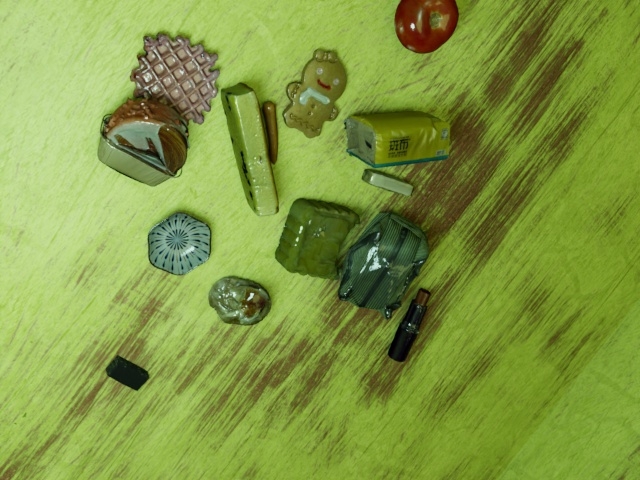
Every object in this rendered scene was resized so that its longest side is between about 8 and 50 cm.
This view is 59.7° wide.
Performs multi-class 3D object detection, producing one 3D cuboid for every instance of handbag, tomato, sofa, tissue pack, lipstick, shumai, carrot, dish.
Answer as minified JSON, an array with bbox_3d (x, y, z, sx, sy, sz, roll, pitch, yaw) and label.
[{"bbox_3d":[0.204,0.090,1.806,0.247,0.240,0.341,28,104,-2],"label":"handbag"},{"bbox_3d":[0.302,-0.642,1.618,0.195,0.136,0.195,-10,117,-21],"label":"tomato"},{"bbox_3d":[-0.579,0.400,1.677,0.060,0.039,0.118,-49,124,-2],"label":"sofa"},{"bbox_3d":[0.232,-0.315,1.696,0.270,0.192,0.134,-11,118,-24],"label":"tissue pack"},{"bbox_3d":[0.340,0.319,2.105,0.081,0.081,0.300,13,106,-32],"label":"lipstick"},{"bbox_3d":[-0.232,0.201,1.711,0.209,0.153,0.161,42,82,-32],"label":"shumai"},{"bbox_3d":[-0.138,-0.304,1.596,0.037,0.037,0.190,-17,120,-21],"label":"carrot"},{"bbox_3d":[-0.402,0.001,1.575,0.190,0.066,0.191,-10,115,-22],"label":"dish"}]

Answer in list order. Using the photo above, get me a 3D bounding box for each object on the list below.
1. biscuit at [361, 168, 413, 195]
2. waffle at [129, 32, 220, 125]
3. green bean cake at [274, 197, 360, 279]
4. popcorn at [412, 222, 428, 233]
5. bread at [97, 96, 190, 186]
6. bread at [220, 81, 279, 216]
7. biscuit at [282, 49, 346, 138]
[{"bbox_3d":[0.223,-0.188,1.829,0.188,0.056,0.052,13,106,-31],"label":"biscuit"},{"bbox_3d":[-0.367,-0.398,1.419,0.221,0.055,0.234,8,110,-29],"label":"waffle"},{"bbox_3d":[0.000,0.000,1.754,0.233,0.124,0.236,9,107,-31],"label":"green bean cake"},{"bbox_3d":[0.322,-0.011,1.948,0.109,0.089,0.097,-27,111,-11],"label":"popcorn"},{"bbox_3d":[-0.429,-0.239,1.380,0.224,0.142,0.212,27,133,-34],"label":"bread"},{"bbox_3d":[-0.191,-0.239,1.535,0.077,0.138,0.361,-19,119,-18],"label":"bread"},{"bbox_3d":[-0.009,-0.423,1.612,0.184,0.035,0.249,25,98,-34],"label":"biscuit"}]
